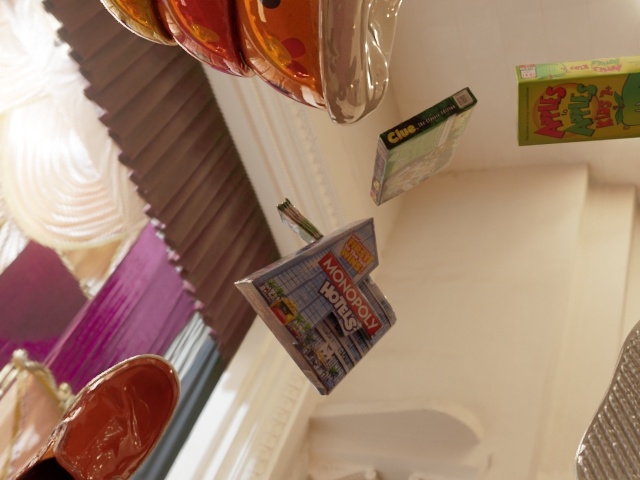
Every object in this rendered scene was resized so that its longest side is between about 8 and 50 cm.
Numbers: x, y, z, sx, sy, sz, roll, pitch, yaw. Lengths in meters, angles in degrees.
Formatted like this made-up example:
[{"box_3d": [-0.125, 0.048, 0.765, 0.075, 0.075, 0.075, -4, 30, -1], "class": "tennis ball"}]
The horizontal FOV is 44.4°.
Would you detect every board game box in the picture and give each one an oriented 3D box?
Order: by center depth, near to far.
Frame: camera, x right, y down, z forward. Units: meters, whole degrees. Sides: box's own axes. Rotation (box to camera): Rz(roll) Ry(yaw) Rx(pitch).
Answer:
[{"box_3d": [0.330, -0.168, 0.945, 0.181, 0.043, 0.092, -3, -49, 11], "class": "board game box"}, {"box_3d": [0.022, 0.069, 1.031, 0.194, 0.194, 0.060, 54, -25, -14], "class": "board game box"}, {"box_3d": [0.139, -0.125, 1.114, 0.030, 0.136, 0.259, 62, -6, 12], "class": "board game box"}]

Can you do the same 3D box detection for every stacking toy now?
[{"box_3d": [-0.146, -0.326, 0.918, 0.480, 0.350, 0.350, 7, -47, 11], "class": "stacking toy"}]

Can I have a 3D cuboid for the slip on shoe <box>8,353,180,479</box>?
[{"box_3d": [-0.282, 0.265, 0.920, 0.123, 0.331, 0.101, 51, -32, -10], "class": "slip on shoe"}]

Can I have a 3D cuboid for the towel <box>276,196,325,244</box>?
[{"box_3d": [0.000, 0.000, 1.165, 0.152, 0.023, 0.113, 40, -6, 7], "class": "towel"}]

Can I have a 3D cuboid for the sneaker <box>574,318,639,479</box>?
[{"box_3d": [0.449, 0.208, 0.989, 0.135, 0.366, 0.150, 16, -32, 54], "class": "sneaker"}]
